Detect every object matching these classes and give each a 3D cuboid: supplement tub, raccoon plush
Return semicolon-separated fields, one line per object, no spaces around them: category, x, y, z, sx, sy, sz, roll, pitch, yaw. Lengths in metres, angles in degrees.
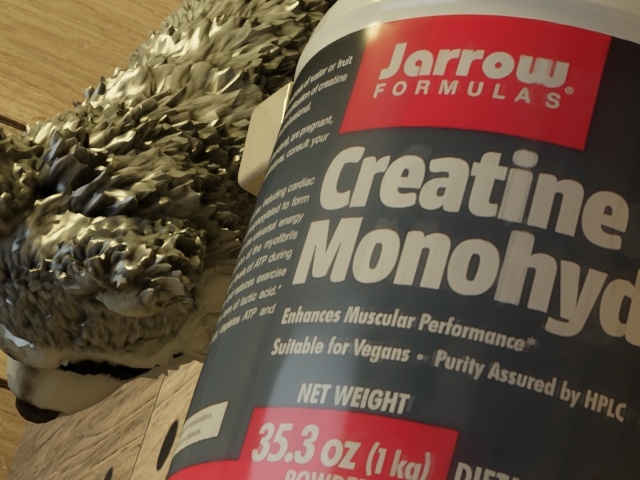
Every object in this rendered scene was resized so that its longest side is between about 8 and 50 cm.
supplement tub;0.065;0.025;0.592;0.191;0.191;0.272;139;150;-63
raccoon plush;-0.075;-0.108;1.017;0.299;0.216;0.446;40;-124;-70

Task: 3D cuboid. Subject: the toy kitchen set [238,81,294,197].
toy kitchen set;0.068;-0.114;0.915;0.166;0.122;0.207;-32;37;44
